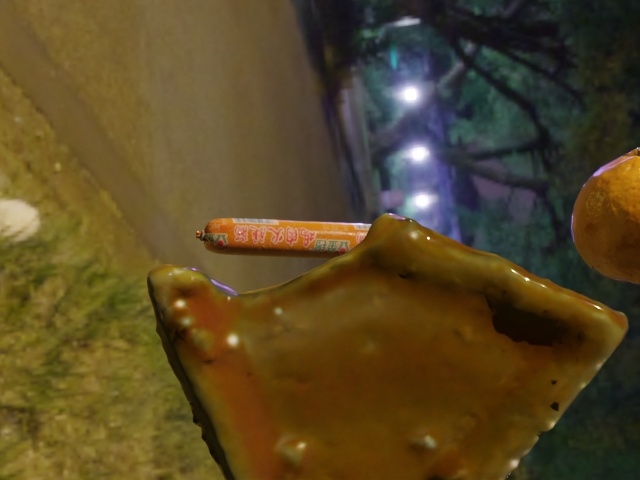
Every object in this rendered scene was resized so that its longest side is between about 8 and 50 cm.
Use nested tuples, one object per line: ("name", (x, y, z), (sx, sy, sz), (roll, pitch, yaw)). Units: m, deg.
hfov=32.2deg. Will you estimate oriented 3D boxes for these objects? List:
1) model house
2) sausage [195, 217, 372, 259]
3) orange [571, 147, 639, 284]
("model house", (0.055, 0.075, 0.659), (0.268, 0.239, 0.173), (44, 27, -80))
("sausage", (0.000, 0.000, 1.538), (0.053, 0.348, 0.053), (-177, -90, -74))
("orange", (0.450, -0.027, 1.491), (0.219, 0.219, 0.193), (-91, -170, -69))
